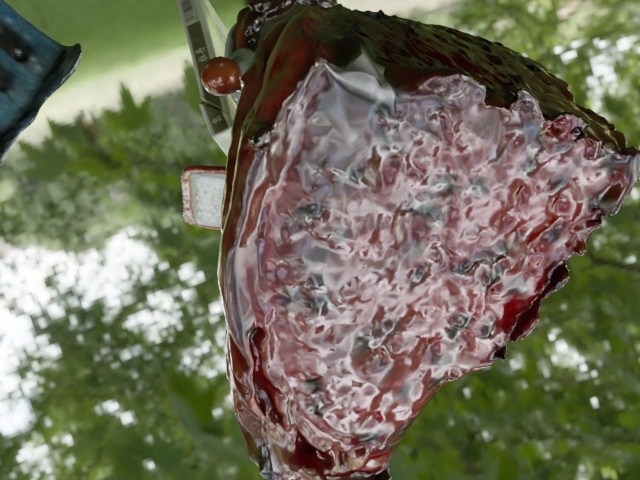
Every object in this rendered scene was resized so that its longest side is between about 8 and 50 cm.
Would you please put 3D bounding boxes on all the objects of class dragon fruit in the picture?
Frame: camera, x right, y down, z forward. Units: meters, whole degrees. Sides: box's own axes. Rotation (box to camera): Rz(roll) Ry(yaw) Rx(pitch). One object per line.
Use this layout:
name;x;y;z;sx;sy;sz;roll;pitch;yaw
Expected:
dragon fruit;-0.005;-0.006;0.903;0.286;0.329;0.228;11;-153;-35

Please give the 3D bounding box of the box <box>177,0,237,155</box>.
box;-0.094;-0.150;1.316;0.029;0.198;0.109;-22;145;9

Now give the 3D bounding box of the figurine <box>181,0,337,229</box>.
figurine;-0.017;-0.131;1.175;0.183;0.226;0.160;5;162;-3

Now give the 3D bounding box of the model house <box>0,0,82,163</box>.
model house;-0.409;-0.154;1.182;0.215;0.303;0.237;-40;-162;37
